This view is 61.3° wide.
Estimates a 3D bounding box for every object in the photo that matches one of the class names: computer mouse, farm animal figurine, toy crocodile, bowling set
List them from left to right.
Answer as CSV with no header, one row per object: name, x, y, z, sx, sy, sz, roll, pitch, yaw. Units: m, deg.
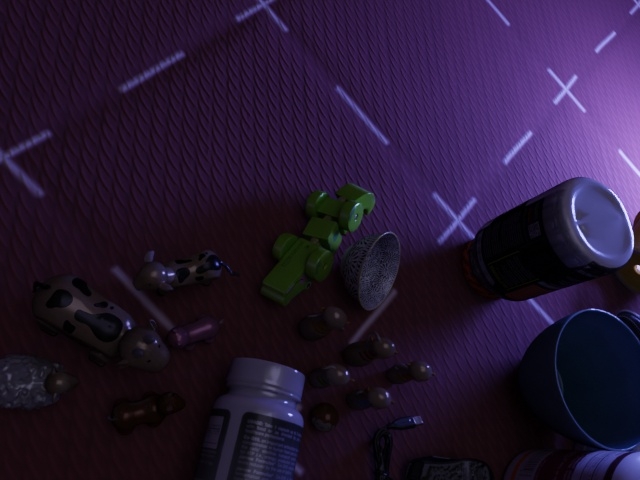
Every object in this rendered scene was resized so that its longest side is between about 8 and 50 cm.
farm animal figurine,-0.314,0.135,0.883,0.326,0.172,0.331,20,65,-17
toy crocodile,0.000,0.000,1.125,0.115,0.105,0.341,18,57,29
bowling set,0.071,0.270,1.025,0.286,0.154,0.200,27,62,-14
computer mouse,0.218,0.446,1.089,0.261,0.060,0.184,-1,76,-13

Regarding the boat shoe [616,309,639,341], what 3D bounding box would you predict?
boat shoe,0.843,0.292,1.419,0.068,0.081,0.228,-29,88,-34

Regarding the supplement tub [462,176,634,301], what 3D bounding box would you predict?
supplement tub,0.484,0.015,1.202,0.207,0.338,0.207,9,68,-22

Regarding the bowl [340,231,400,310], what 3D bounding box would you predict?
bowl,0.094,0.054,1.140,0.080,0.170,0.170,18,54,31

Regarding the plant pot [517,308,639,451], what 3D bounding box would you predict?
plant pot,0.564,0.317,1.214,0.290,0.195,0.291,9,68,-22

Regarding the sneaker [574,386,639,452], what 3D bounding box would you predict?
sneaker,0.679,0.487,1.233,0.135,0.150,0.366,15,66,-18

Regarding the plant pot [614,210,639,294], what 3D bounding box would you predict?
plant pot,0.950,0.026,1.484,0.239,0.254,0.254,-32,87,-15

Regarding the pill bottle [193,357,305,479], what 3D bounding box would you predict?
pill bottle,-0.117,0.354,0.904,0.161,0.161,0.283,21,65,-17

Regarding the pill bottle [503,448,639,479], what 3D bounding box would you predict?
pill bottle,0.558,0.517,1.026,0.223,0.392,0.224,8,69,-22
